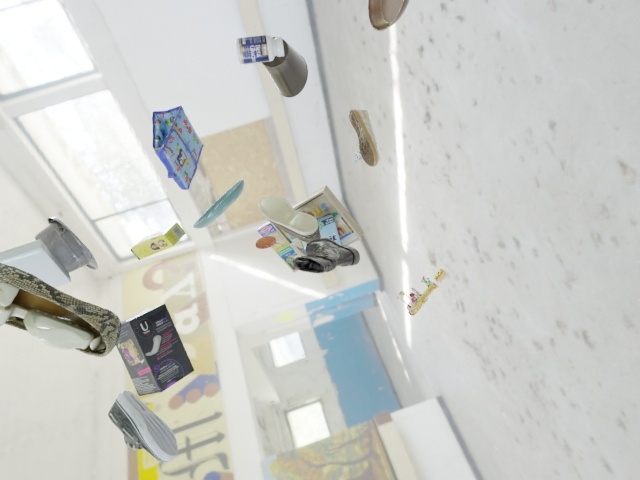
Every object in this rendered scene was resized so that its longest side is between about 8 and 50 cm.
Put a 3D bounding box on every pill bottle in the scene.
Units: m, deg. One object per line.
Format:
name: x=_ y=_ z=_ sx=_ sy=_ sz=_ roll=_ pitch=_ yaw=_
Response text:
pill bottle: x=-0.222 y=-0.705 z=1.903 sx=0.094 sy=0.169 sz=0.094 roll=171 pitch=90 yaw=-87

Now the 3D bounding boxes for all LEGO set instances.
LEGO set: x=0.400 y=0.207 z=2.124 sx=0.107 sy=0.132 sz=0.287 roll=41 pitch=140 yaw=14

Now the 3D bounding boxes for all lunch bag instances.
lunch bag: x=-0.593 y=-0.359 z=2.091 sx=0.221 sy=0.138 sz=0.293 roll=68 pitch=-165 yaw=-50

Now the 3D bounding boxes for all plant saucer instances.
plant saucer: x=-0.212 y=0.006 z=2.000 sx=0.083 sy=0.084 sz=0.013 roll=79 pitch=173 yaw=-63
plant saucer: x=-0.449 y=-0.157 z=2.329 sx=0.043 sy=0.317 sz=0.317 roll=47 pitch=-178 yaw=-14
plant saucer: x=0.189 y=-0.654 z=1.364 sx=0.199 sy=0.036 sz=0.198 roll=180 pitch=90 yaw=-65

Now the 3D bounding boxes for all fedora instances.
fedora: x=-1.015 y=0.039 z=2.026 sx=0.275 sy=0.124 sz=0.243 roll=44 pitch=150 yaw=9

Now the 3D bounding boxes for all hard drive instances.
hard drive: x=-1.060 y=0.131 z=1.723 sx=0.233 sy=0.353 sz=0.047 roll=89 pitch=158 yaw=-56

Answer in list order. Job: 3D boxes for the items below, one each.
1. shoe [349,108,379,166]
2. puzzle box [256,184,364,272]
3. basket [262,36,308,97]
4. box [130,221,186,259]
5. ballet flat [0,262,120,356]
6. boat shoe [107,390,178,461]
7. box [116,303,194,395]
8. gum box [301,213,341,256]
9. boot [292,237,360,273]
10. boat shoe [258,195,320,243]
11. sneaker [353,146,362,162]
shoe: x=0.156 y=-0.342 z=1.696 sx=0.076 sy=0.058 sz=0.219 roll=127 pitch=129 yaw=-59
puzzle box: x=-0.050 y=-0.041 z=2.251 sx=0.272 sy=0.409 sz=0.052 roll=50 pitch=-145 yaw=-17
basket: x=-0.157 y=-0.732 z=2.149 sx=0.227 sy=0.154 sz=0.204 roll=17 pitch=-106 yaw=-74
box: x=-0.607 y=0.004 z=1.924 sx=0.058 sy=0.232 sz=0.087 roll=54 pitch=-140 yaw=-20
ballet flat: x=-0.790 y=0.198 z=1.429 sx=0.483 sy=0.164 sz=0.182 roll=30 pitch=-166 yaw=-25
boat shoe: x=-0.618 y=0.666 z=1.793 sx=0.335 sy=0.119 sz=0.121 roll=33 pitch=177 yaw=35
box: x=-0.596 y=0.386 z=1.827 sx=0.165 sy=0.143 sz=0.270 roll=-28 pitch=-83 yaw=-54
gum box: x=0.000 y=0.000 z=2.145 sx=0.041 sy=0.157 sz=0.184 roll=-131 pitch=22 yaw=-62
boot: x=-0.014 y=0.057 z=1.808 sx=0.263 sy=0.229 sz=0.091 roll=7 pitch=103 yaw=41
boat shoe: x=-0.126 y=-0.083 z=2.082 sx=0.324 sy=0.116 sz=0.096 roll=28 pitch=155 yaw=36
sneaker: x=0.174 y=-0.336 z=2.077 sx=0.069 sy=0.038 sz=0.098 roll=34 pitch=142 yaw=6
